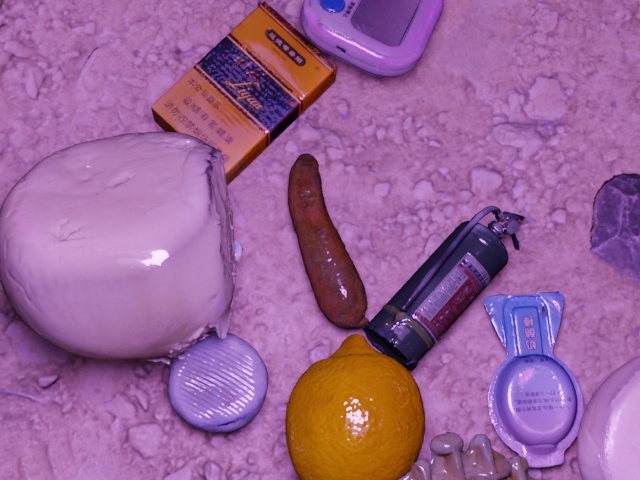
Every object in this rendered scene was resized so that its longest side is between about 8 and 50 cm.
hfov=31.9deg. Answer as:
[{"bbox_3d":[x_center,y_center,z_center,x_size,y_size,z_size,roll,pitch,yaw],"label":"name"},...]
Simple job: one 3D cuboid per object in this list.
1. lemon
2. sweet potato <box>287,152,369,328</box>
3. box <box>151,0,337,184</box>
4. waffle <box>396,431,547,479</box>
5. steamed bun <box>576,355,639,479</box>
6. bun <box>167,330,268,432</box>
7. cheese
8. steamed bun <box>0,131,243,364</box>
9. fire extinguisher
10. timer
[{"bbox_3d":[0.045,0.244,1.474,0.187,0.187,0.244,4,79,-2],"label":"lemon"},{"bbox_3d":[0.000,0.000,1.594,0.075,0.075,0.273,-17,73,-7],"label":"sweet potato"},{"bbox_3d":[-0.111,-0.215,1.642,0.152,0.070,0.237,44,80,8],"label":"box"},{"bbox_3d":[0.187,0.406,1.443,0.309,0.056,0.292,43,83,-20],"label":"waffle"},{"bbox_3d":[0.436,0.262,1.516,0.177,0.131,0.228,27,74,-7],"label":"steamed bun"},{"bbox_3d":[-0.138,0.193,1.530,0.141,0.083,0.140,-1,82,5],"label":"bun"},{"bbox_3d":[0.297,0.193,1.567,0.135,0.052,0.244,-2,75,-6],"label":"cheese"},{"bbox_3d":[-0.260,0.020,1.481,0.312,0.232,0.333,-3,36,8],"label":"steamed bun"},{"bbox_3d":[0.190,0.048,1.576,0.294,0.118,0.093,-46,41,-12],"label":"fire extinguisher"},{"bbox_3d":[0.076,-0.340,1.659,0.191,0.069,0.208,26,55,0],"label":"timer"}]
